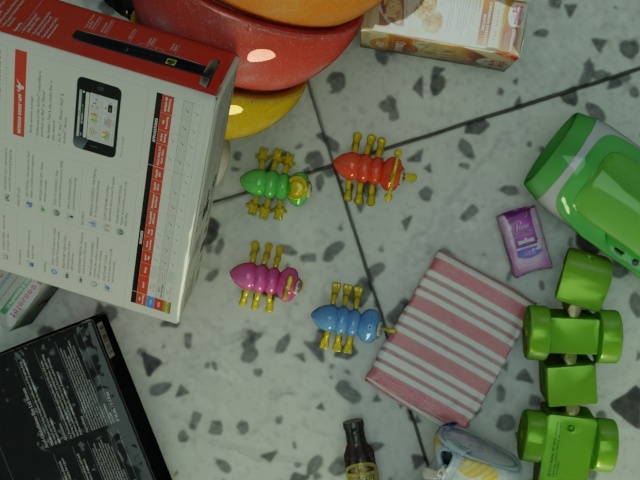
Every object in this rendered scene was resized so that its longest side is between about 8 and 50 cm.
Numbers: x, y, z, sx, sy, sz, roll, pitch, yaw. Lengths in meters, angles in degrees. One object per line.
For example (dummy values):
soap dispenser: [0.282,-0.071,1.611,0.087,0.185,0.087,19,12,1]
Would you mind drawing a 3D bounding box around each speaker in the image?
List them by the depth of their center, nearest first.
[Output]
speaker: [0.396,-0.025,1.431,0.296,0.131,0.131,36,93,0]

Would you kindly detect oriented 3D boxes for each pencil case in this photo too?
pencil case: [0.146,0.363,1.443,0.113,0.124,0.273,26,103,25]

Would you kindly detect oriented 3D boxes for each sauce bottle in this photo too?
sauce bottle: [0.051,0.288,1.496,0.042,0.042,0.128,-12,92,2]

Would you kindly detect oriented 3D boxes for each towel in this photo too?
towel: [0.162,0.127,1.495,0.144,0.029,0.197,30,90,0]

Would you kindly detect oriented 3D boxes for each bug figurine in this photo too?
bug figurine: [0.000,0.000,1.471,0.216,0.072,0.279,7,93,2]

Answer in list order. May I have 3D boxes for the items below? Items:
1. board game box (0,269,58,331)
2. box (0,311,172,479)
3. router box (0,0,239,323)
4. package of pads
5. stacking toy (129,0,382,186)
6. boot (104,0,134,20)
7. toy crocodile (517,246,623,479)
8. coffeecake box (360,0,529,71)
board game box: [-0.421,-0.069,1.470,0.303,0.097,0.224,39,94,1]
box: [-0.310,0.244,1.475,0.184,0.103,0.261,-21,92,-1]
router box: [-0.263,-0.089,1.277,0.301,0.082,0.335,18,133,1]
package of pads: [0.254,0.001,1.483,0.050,0.032,0.083,-16,92,0]
stacking toy: [-0.109,-0.232,1.318,0.350,0.350,0.480,28,121,1]
boot: [-0.230,-0.429,1.431,0.348,0.131,0.260,41,93,-1]
toy crocodile: [0.302,0.179,1.462,0.115,0.105,0.341,2,97,1]
coffeecake box: [0.143,-0.256,1.420,0.185,0.142,0.068,10,91,2]
